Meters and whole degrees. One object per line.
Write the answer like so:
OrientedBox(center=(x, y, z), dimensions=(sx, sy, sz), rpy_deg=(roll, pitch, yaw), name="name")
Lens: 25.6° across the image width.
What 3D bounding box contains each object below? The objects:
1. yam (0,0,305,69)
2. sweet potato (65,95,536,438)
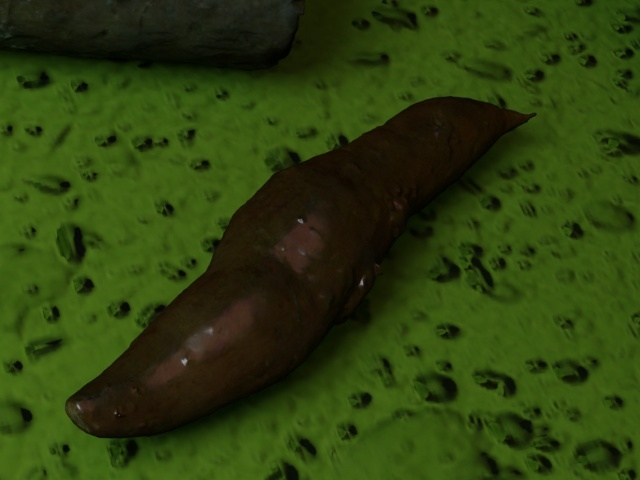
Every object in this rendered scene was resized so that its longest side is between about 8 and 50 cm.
OrientedBox(center=(-0.110, -0.131, 0.615), dimensions=(0.194, 0.107, 0.107), rpy_deg=(2, 57, -16), name="yam")
OrientedBox(center=(0.000, 0.000, 0.589), dimensions=(0.067, 0.067, 0.274), rpy_deg=(42, 55, 12), name="sweet potato")
